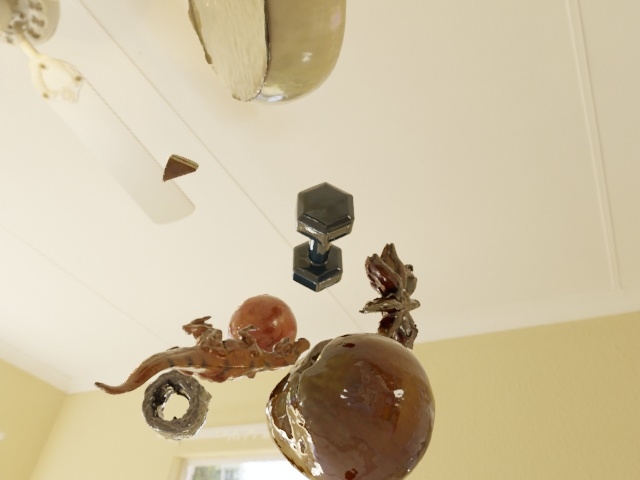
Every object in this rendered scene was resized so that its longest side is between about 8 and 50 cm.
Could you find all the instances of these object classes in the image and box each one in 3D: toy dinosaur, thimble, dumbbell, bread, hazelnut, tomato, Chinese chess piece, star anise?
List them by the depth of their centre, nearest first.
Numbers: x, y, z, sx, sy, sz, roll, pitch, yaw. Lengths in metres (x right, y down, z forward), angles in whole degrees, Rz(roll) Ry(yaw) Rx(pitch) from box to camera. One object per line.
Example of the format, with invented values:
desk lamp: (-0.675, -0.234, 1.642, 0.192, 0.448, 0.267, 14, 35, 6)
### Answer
hazelnut: (0.034, 0.245, 0.718, 0.217, 0.217, 0.251, 34, -48, -28)
Chinese chess piece: (-0.098, -0.382, 0.783, 0.140, 0.338, 0.338, -23, -32, -24)
toy dinosaur: (-0.217, 0.207, 0.886, 0.208, 0.097, 0.432, 10, 8, 44)
star anise: (0.161, 0.142, 1.114, 0.088, 0.288, 0.288, -11, -43, 27)
thimble: (-0.336, 0.385, 1.174, 0.150, 0.150, 0.098, 2, -35, 8)
dumbbell: (0.000, -0.001, 1.297, 0.143, 0.156, 0.316, 2, -34, -4)
bread: (-0.381, -0.197, 1.324, 0.109, 0.043, 0.062, -19, -66, 12)
tomato: (-0.164, 0.264, 1.467, 0.184, 0.208, 0.208, 45, -33, 22)
